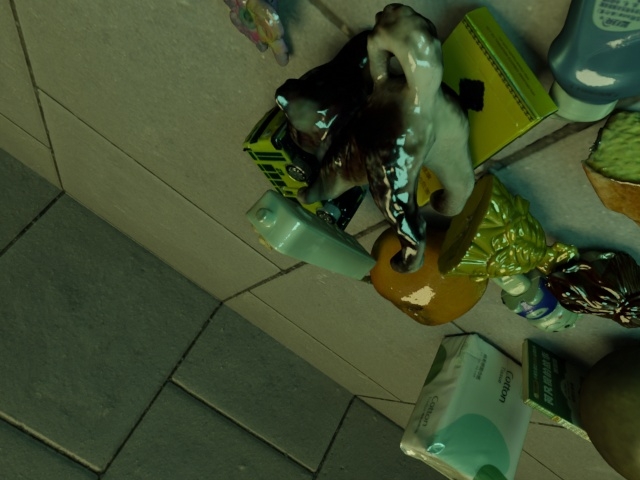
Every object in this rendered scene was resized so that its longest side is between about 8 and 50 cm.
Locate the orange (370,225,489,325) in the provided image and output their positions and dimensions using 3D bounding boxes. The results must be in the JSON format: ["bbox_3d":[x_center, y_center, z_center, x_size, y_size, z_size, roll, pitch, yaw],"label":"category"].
[{"bbox_3d":[0.213,0.070,0.934,0.248,0.183,0.249,24,154,12],"label":"orange"}]

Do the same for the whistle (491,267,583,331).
[{"bbox_3d":[0.421,0.113,0.876,0.244,0.092,0.110,34,134,-16],"label":"whistle"}]

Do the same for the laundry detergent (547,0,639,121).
[{"bbox_3d":[0.307,-0.226,0.419,0.143,0.094,0.290,13,154,9],"label":"laundry detergent"}]

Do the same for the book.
[{"bbox_3d":[0.595,0.367,1.033,0.264,0.202,0.027,30,127,5],"label":"book"}]

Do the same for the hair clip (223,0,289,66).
[{"bbox_3d":[-0.095,-0.360,0.623,0.137,0.090,0.278,36,155,12],"label":"hair clip"}]

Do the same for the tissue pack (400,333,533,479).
[{"bbox_3d":[0.418,0.480,1.233,0.266,0.357,0.194,36,154,-9],"label":"tissue pack"}]

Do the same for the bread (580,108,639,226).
[{"bbox_3d":[0.447,-0.064,0.505,0.260,0.129,0.134,16,152,33],"label":"bread"}]

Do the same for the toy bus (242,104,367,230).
[{"bbox_3d":[-0.030,-0.144,0.889,0.150,0.128,0.262,11,149,42],"label":"toy bus"}]

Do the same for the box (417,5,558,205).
[{"bbox_3d":[0.180,-0.166,0.634,0.153,0.041,0.279,60,157,7],"label":"box"}]

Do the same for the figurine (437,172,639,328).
[{"bbox_3d":[0.385,0.032,0.746,0.315,0.188,0.168,22,-169,0],"label":"figurine"}]

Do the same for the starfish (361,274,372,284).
[{"bbox_3d":[0.177,0.103,1.094,0.216,0.050,0.223,3,-152,-27],"label":"starfish"}]

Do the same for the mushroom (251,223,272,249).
[{"bbox_3d":[-0.120,-0.031,1.212,0.148,0.112,0.148,33,155,18],"label":"mushroom"}]

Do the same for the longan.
[{"bbox_3d":[0.655,0.342,0.840,0.297,0.297,0.297,25,154,14],"label":"longan"}]

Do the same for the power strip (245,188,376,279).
[{"bbox_3d":[0.000,0.000,0.762,0.091,0.062,0.385,48,-171,25],"label":"power strip"}]

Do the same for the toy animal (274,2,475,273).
[{"bbox_3d":[0.055,-0.167,0.619,0.344,0.194,0.303,32,149,46],"label":"toy animal"}]
